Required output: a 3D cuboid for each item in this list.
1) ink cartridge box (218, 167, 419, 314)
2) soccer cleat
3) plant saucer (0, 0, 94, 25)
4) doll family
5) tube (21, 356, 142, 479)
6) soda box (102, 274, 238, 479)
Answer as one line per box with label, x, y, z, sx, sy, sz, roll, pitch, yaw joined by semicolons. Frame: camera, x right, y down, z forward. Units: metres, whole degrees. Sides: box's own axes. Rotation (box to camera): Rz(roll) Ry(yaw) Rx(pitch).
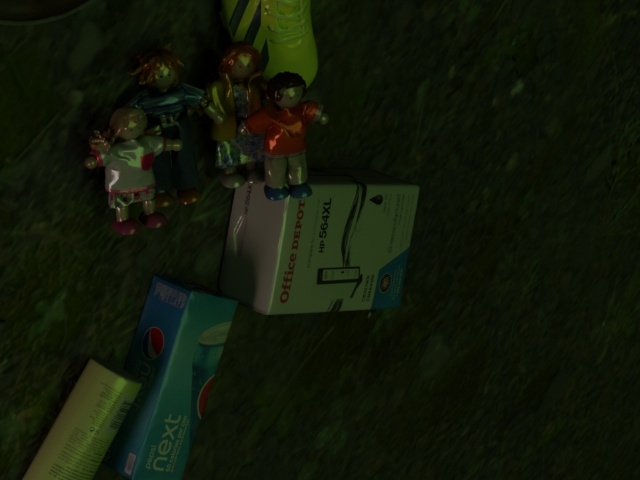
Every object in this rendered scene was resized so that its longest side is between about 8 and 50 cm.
ink cartridge box;0.000;0.000;2.170;0.203;0.086;0.148;-3;107;-44
soccer cleat;-0.045;-0.270;2.002;0.093;0.121;0.289;-33;125;-31
plant saucer;-0.274;-0.353;1.807;0.311;0.050;0.310;-17;115;-39
doll family;-0.128;-0.120;2.007;0.263;0.118;0.163;-14;122;-20
tube;-0.267;0.236;2.031;0.070;0.062;0.240;28;90;-2
soda box;-0.162;0.148;2.085;0.071;0.067;0.210;14;96;-45
